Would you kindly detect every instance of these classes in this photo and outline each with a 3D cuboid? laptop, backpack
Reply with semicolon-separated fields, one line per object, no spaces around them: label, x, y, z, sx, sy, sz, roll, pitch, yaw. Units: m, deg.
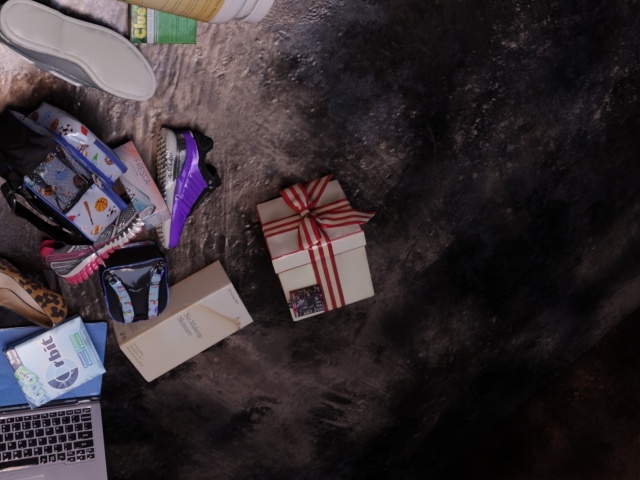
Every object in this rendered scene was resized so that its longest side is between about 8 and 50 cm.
laptop;-0.700;0.435;1.617;0.381;0.408;0.236;-1;156;-28
backpack;-0.508;-0.126;1.327;0.213;0.276;0.263;-42;136;-14
backpack;-0.438;0.104;1.599;0.158;0.117;0.173;-13;126;-22

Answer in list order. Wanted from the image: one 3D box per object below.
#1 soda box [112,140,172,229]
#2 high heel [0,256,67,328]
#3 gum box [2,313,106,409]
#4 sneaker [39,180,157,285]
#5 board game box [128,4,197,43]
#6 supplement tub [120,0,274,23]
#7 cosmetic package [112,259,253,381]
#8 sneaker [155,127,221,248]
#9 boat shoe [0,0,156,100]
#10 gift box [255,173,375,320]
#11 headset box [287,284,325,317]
soda box;-0.382;-0.118;1.432;0.063;0.183;0.058;-29;161;-9
high heel;-0.674;0.118;1.431;0.261;0.186;0.093;5;119;-32
gum box;-0.630;0.286;1.611;0.184;0.041;0.157;-26;106;-23
sneaker;-0.477;-0.032;1.485;0.299;0.121;0.112;-43;120;0
board game box;-0.301;-0.511;1.306;0.136;0.030;0.260;-8;125;-27
supplement tub;-0.241;-0.507;1.170;0.316;0.228;0.228;5;119;-31
cosmetic package;-0.348;0.204;1.725;0.309;0.113;0.160;-30;131;-6
sneaker;-0.297;-0.111;1.538;0.146;0.102;0.293;-4;124;-27
boat shoe;-0.466;-0.355;1.297;0.319;0.099;0.116;20;75;-44
gift box;0.000;0.000;1.688;0.276;0.255;0.258;-22;132;-7
headset box;-0.036;0.146;1.610;0.083;0.032;0.062;-14;133;-4
